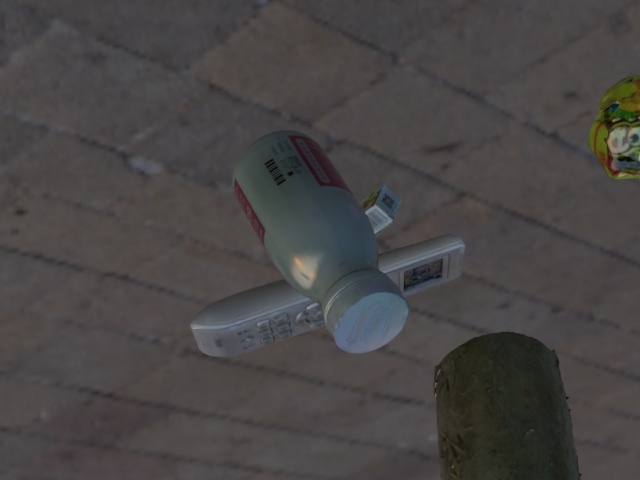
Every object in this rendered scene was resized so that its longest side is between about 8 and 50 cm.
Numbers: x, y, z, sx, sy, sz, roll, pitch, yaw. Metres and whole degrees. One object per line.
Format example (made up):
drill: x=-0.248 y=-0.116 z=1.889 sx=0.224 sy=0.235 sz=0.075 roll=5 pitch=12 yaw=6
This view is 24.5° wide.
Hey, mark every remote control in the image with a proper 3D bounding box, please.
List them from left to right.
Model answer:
remote control: x=0.007 y=0.055 z=1.647 sx=0.313 sy=0.055 sz=0.109 roll=-18 pitch=159 yaw=-5

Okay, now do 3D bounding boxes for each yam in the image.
yam: x=0.212 y=0.252 z=1.663 sx=0.161 sy=0.268 sz=0.161 roll=-2 pitch=149 yaw=-1

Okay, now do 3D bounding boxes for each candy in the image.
candy: x=0.198 y=-0.082 z=0.858 sx=0.062 sy=0.058 sz=0.194 roll=-28 pitch=-173 yaw=27

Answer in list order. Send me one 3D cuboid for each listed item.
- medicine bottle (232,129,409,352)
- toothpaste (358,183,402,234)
medicine bottle: x=0.000 y=0.000 z=1.257 sx=0.090 sy=0.217 sz=0.090 roll=-16 pitch=135 yaw=-16
toothpaste: x=0.037 y=-0.011 z=1.841 sx=0.034 sy=0.046 sz=0.164 roll=40 pitch=135 yaw=-14
